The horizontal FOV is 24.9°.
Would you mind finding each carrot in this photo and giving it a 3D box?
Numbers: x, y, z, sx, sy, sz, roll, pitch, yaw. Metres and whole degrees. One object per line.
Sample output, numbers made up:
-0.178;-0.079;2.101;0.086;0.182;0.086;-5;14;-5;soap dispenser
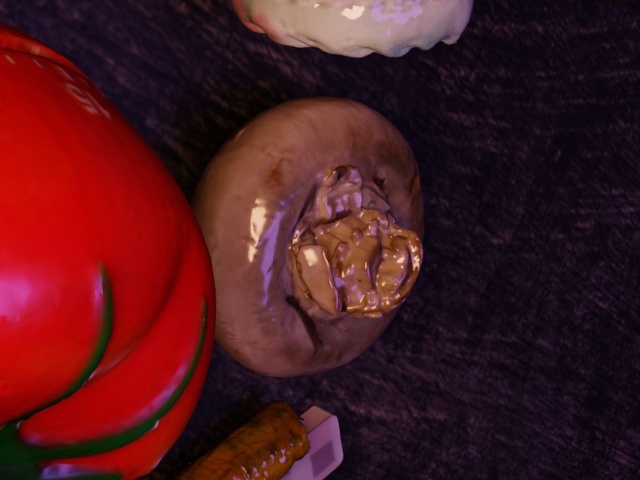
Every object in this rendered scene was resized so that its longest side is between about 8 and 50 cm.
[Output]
-0.107;0.220;1.197;0.260;0.070;0.070;-34;130;-35;carrot

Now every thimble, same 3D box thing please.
0.032;-0.230;1.065;0.211;0.185;0.149;-35;134;-53;thimble

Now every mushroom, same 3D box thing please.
0.000;0.000;1.137;0.226;0.178;0.227;-14;108;-50;mushroom

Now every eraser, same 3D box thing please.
-0.025;0.202;1.318;0.105;0.026;0.065;-33;132;-35;eraser

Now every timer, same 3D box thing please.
-0.247;0.055;0.770;0.378;0.279;0.378;-39;156;-21;timer
